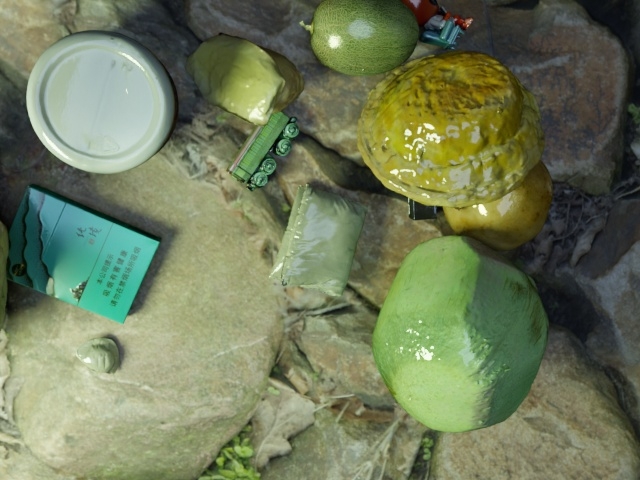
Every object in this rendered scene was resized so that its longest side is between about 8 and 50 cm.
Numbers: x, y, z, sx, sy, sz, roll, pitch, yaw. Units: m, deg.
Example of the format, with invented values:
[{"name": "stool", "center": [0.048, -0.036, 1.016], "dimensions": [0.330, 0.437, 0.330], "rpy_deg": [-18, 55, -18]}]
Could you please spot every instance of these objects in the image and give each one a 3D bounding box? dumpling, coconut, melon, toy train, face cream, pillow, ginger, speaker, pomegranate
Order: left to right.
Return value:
[{"name": "dumpling", "center": [-0.379, 0.197, 1.163], "dimensions": [0.077, 0.043, 0.059], "rpy_deg": [34, 72, -10]}, {"name": "face cream", "center": [-0.318, -0.207, 1.017], "dimensions": [0.201, 0.187, 0.201], "rpy_deg": [-2, 101, -9]}, {"name": "ginger", "center": [-0.119, -0.271, 1.098], "dimensions": [0.193, 0.122, 0.115], "rpy_deg": [33, 115, 19]}, {"name": "toy train", "center": [-0.094, -0.155, 1.140], "dimensions": [0.071, 0.038, 0.148], "rpy_deg": [34, 93, -14]}, {"name": "pillow", "center": [0.000, 0.000, 1.167], "dimensions": [0.134, 0.078, 0.181], "rpy_deg": [15, 95, -14]}, {"name": "melon", "center": [0.061, -0.333, 1.079], "dimensions": [0.192, 0.139, 0.139], "rpy_deg": [2, 101, -11]}, {"name": "speaker", "center": [0.176, -0.133, 1.186], "dimensions": [0.046, 0.040, 0.191], "rpy_deg": [-5, 102, -7]}, {"name": "coconut", "center": [0.234, 0.142, 1.120], "dimensions": [0.281, 0.328, 0.328], "rpy_deg": [-10, 107, 37]}, {"name": "pomegranate", "center": [0.293, -0.072, 1.148], "dimensions": [0.196, 0.196, 0.196], "rpy_deg": [-2, 101, -9]}]

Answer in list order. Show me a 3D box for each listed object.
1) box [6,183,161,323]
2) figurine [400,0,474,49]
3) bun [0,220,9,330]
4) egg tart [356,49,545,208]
[{"name": "box", "center": [-0.403, 0.025, 1.123], "dimensions": [0.226, 0.042, 0.161], "rpy_deg": [25, 96, -12]}, {"name": "figurine", "center": [0.179, -0.376, 1.129], "dimensions": [0.140, 0.068, 0.075], "rpy_deg": [29, 98, -7]}, {"name": "bun", "center": [-0.616, 0.030, 1.002], "dimensions": [0.360, 0.211, 0.360], "rpy_deg": [2, 113, 5]}, {"name": "egg tart", "center": [0.208, -0.202, 1.060], "dimensions": [0.319, 0.319, 0.128], "rpy_deg": [-15, 147, -6]}]
